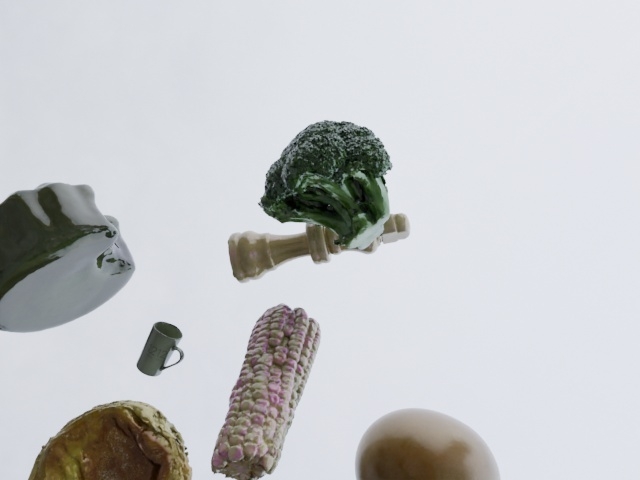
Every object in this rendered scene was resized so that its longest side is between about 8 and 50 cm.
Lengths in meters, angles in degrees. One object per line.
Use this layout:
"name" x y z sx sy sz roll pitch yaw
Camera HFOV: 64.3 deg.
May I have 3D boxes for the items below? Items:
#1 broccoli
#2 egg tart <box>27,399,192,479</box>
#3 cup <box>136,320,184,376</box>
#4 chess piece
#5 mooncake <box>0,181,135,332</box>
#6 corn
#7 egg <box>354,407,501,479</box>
"broccoli" 0.020 -0.101 0.958 0.245 0.265 0.294 52 -19 14
"egg tart" -0.423 0.505 1.026 0.352 0.352 0.150 29 -31 25
"cup" -0.276 0.196 0.897 0.075 0.054 0.083 27 -82 -6
"chess piece" 0.000 0.000 1.126 0.397 0.117 0.117 -12 -80 7
"mooncake" -0.583 0.039 1.101 0.187 0.351 0.351 50 -51 16
"corn" -0.081 0.231 0.827 0.127 0.335 0.126 4 -61 8
"egg" 0.269 0.582 1.274 0.374 0.301 0.301 17 -59 -5
